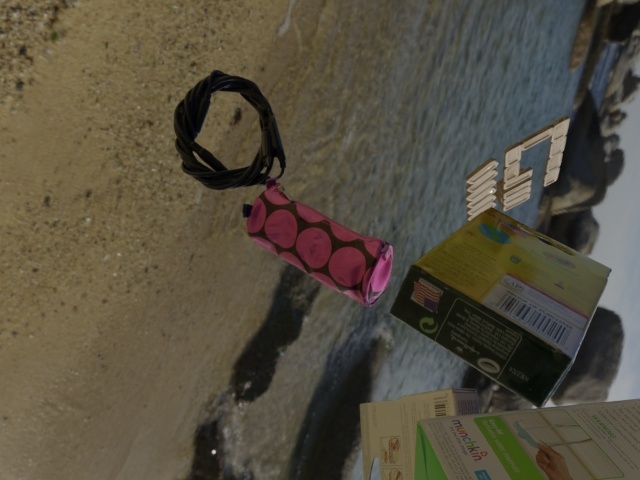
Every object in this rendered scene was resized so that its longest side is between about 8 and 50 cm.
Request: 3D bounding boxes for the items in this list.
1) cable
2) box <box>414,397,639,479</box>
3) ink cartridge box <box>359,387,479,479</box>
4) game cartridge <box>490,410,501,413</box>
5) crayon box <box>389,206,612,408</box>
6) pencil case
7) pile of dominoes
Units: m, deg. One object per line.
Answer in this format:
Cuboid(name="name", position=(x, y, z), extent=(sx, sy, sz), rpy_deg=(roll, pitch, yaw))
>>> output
Cuboid(name="cable", position=(-0.134, -0.157, 0.913), extent=(0.047, 0.150, 0.184), rpy_deg=(122, -46, -72))
Cuboid(name="box", position=(0.202, 0.217, 0.385), extent=(0.262, 0.231, 0.127), rpy_deg=(-117, -155, -69))
Cuboid(name="ink cartridge box", position=(0.164, 0.392, 1.043), extent=(0.060, 0.239, 0.275), rpy_deg=(9, 68, -31))
Cuboid(name="game cartridge", position=(0.279, 0.480, 1.192), extent=(0.297, 0.198, 0.062), rpy_deg=(-43, 119, 4))
Cuboid(name="crayon box", position=(0.250, 0.065, 0.836), extent=(0.318, 0.202, 0.081), rpy_deg=(-27, 143, -54))
Cuboid(name="pencil case", position=(0.000, 0.000, 0.852), extent=(0.095, 0.209, 0.098), rpy_deg=(-23, 137, -59))
Cuboid(name="pile of dominoes", position=(0.342, -0.125, 1.165), extent=(0.196, 0.040, 0.251), rpy_deg=(-28, 154, 3))
